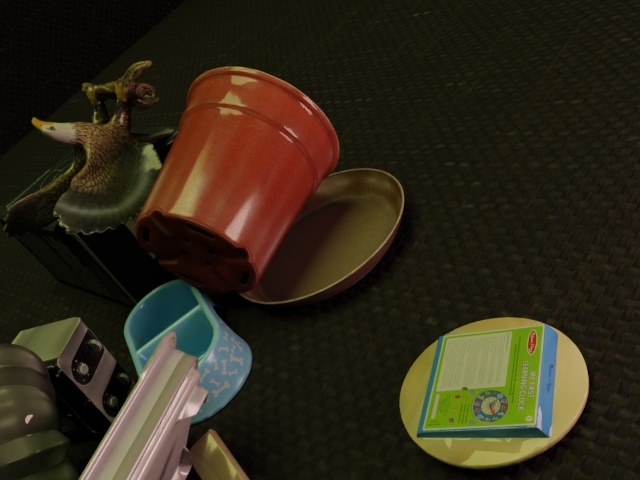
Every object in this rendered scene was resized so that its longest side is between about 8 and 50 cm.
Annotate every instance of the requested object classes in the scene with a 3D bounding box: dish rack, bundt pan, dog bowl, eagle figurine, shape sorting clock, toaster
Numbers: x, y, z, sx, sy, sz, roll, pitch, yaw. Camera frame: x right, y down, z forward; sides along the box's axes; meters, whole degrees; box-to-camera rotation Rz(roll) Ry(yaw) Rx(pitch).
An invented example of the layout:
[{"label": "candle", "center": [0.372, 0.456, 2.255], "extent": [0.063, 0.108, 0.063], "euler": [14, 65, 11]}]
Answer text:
[{"label": "dish rack", "center": [-0.215, 0.297, 0.802], "extent": [0.072, 0.286, 0.333], "euler": [23, 45, 3]}, {"label": "bundt pan", "center": [-0.372, 0.275, 0.900], "extent": [0.124, 0.331, 0.331], "euler": [-17, 25, -24]}, {"label": "dog bowl", "center": [-0.216, 0.159, 1.119], "extent": [0.166, 0.074, 0.297], "euler": [-37, 33, -6]}, {"label": "eagle figurine", "center": [-0.374, -0.129, 1.189], "extent": [0.226, 0.225, 0.299], "euler": [121, 158, -74]}, {"label": "shape sorting clock", "center": [0.186, 0.162, 0.791], "extent": [0.206, 0.040, 0.206], "euler": [-22, 30, 14]}, {"label": "toaster", "center": [-0.394, 0.222, 1.107], "extent": [0.185, 0.168, 0.110], "euler": [-16, 33, 24]}]

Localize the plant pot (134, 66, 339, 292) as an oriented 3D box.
[{"label": "plant pot", "center": [-0.141, -0.078, 1.132], "extent": [0.272, 0.272, 0.265], "euler": [-4, 50, 38]}]

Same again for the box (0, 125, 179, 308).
[{"label": "box", "center": [-0.415, -0.061, 1.461], "extent": [0.395, 0.212, 0.293], "euler": [10, 52, 47]}]

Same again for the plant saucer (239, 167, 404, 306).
[{"label": "plant saucer", "center": [0.000, 0.000, 1.168], "extent": [0.310, 0.050, 0.311], "euler": [-22, 34, 16]}]

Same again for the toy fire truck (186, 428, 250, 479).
[{"label": "toy fire truck", "center": [-0.119, 0.342, 0.736], "extent": [0.217, 0.159, 0.246], "euler": [-30, 20, 6]}]
